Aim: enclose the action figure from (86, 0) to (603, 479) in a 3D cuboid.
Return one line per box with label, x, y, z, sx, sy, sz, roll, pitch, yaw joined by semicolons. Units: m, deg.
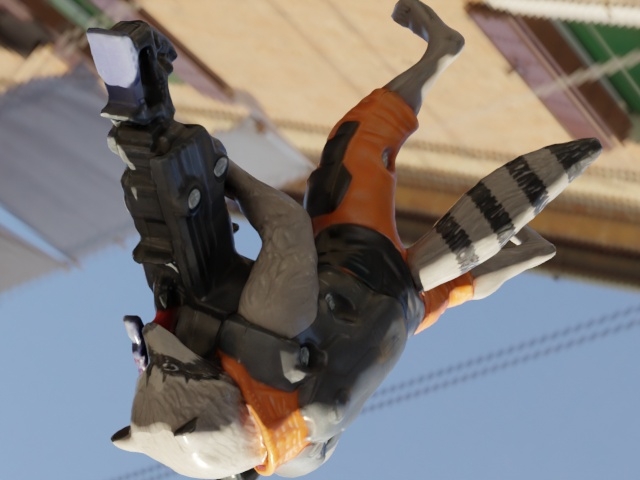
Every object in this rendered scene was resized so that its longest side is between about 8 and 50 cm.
action figure;0.000;0.000;1.051;0.178;0.341;0.330;20;-126;36
